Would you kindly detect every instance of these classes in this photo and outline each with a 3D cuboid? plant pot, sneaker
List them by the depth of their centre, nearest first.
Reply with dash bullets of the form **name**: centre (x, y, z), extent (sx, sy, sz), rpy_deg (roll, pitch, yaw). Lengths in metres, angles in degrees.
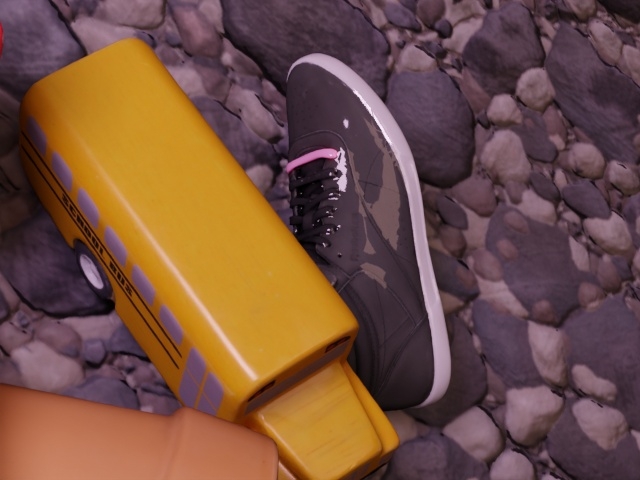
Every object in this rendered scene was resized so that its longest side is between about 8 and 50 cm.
- **plant pot**: centre (-0.177, 0.209, 0.922), extent (0.203, 0.291, 0.291), rpy_deg (25, 60, -8)
- **sneaker**: centre (0.000, 0.000, 1.211), extent (0.147, 0.105, 0.295), rpy_deg (-13, 87, -43)

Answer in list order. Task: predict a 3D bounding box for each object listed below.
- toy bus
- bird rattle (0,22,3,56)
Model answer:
- **toy bus**: centre (-0.077, 0.029, 1.084), extent (0.108, 0.130, 0.332), rpy_deg (-30, 72, -24)
- **bird rattle**: centre (-0.260, -0.111, 0.990), extent (0.143, 0.253, 0.207), rpy_deg (-39, 122, -38)
